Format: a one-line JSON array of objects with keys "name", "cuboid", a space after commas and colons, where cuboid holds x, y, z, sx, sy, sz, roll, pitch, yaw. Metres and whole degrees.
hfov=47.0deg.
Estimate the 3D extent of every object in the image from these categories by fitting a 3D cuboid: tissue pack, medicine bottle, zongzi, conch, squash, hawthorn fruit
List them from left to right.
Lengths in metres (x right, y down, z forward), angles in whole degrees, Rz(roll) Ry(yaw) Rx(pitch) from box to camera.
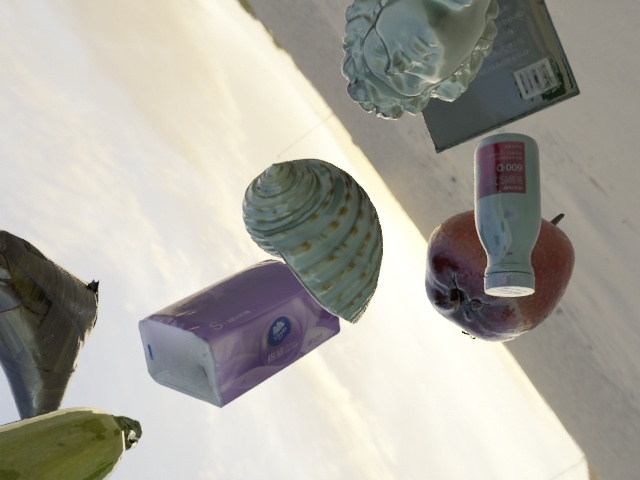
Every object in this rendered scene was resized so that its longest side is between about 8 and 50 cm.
[{"name": "zongzi", "cuboid": [-0.673, 0.224, 1.604, 0.403, 0.207, 0.432, 57, -145, -58]}, {"name": "squash", "cuboid": [-0.273, 0.213, 0.724, 0.137, 0.137, 0.287, 56, -145, 7]}, {"name": "tissue pack", "cuboid": [-0.154, 0.167, 1.460, 0.338, 0.242, 0.160, -27, -64, -42]}, {"name": "conch", "cuboid": [0.003, -0.005, 0.633, 0.153, 0.102, 0.135, 35, -156, -27]}, {"name": "medicine bottle", "cuboid": [0.260, -0.034, 1.020, 0.090, 0.090, 0.217, 32, -123, -60]}, {"name": "hawthorn fruit", "cuboid": [0.394, 0.039, 1.540, 0.285, 0.369, 0.285, 47, 158, 25]}]

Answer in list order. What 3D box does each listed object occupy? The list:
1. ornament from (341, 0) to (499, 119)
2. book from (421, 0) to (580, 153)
[{"name": "ornament", "cuboid": [0.092, -0.194, 0.522, 0.120, 0.130, 0.285, 53, 161, 9]}, {"name": "book", "cuboid": [0.247, -0.365, 1.244, 0.043, 0.260, 0.371, -18, -92, -66]}]
